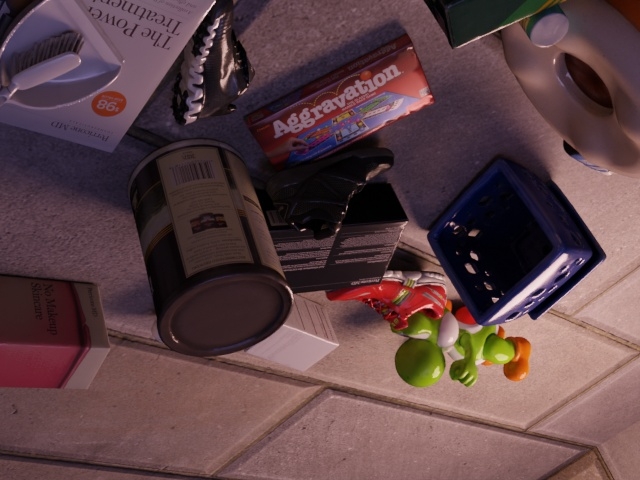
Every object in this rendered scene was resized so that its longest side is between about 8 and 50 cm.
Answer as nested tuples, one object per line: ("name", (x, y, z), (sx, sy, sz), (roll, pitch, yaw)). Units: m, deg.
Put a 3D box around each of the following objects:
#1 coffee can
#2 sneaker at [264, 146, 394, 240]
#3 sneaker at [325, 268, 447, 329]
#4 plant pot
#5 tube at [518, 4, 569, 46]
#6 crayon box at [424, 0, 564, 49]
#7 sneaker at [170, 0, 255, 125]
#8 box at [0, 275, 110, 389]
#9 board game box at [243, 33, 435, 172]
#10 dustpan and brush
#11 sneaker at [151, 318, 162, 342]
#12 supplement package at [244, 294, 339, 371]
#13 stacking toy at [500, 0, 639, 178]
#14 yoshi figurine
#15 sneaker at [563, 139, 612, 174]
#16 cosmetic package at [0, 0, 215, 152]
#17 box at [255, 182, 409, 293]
("coffee can", (-0.173, 0.009, 1.372), (0.201, 0.275, 0.201), (-13, 143, -10))
("sneaker", (0.034, -0.074, 1.474), (0.227, 0.130, 0.087), (-20, 166, -23))
("sneaker", (0.139, 0.118, 1.769), (0.279, 0.118, 0.107), (2, 172, -27))
("plant pot", (0.383, 0.012, 1.696), (0.212, 0.236, 0.236), (8, 134, -41))
("tube", (0.268, -0.343, 1.204), (0.052, 0.207, 0.080), (6, 136, -26))
("crayon box", (0.272, -0.395, 1.147), (0.318, 0.202, 0.081), (-24, 143, 2))
("sneaker", (-0.137, -0.254, 1.231), (0.106, 0.078, 0.234), (-6, 145, -24))
("box", (-0.493, 0.155, 1.506), (0.232, 0.149, 0.127), (7, 134, -34))
("board game box", (0.034, -0.207, 1.412), (0.281, 0.027, 0.145), (-26, 142, 7))
("dustpan and brush", (-0.351, -0.192, 1.055), (0.211, 0.060, 0.147), (-25, 144, 5))
("sneaker", (-0.210, 0.116, 1.666), (0.235, 0.090, 0.095), (-22, 131, -5))
("supplement package", (-0.068, 0.175, 1.776), (0.105, 0.105, 0.179), (-39, 139, 21))
("stacking toy", (0.539, -0.356, 1.316), (0.480, 0.350, 0.350), (-40, 144, -6))
("yoshi figurine", (0.290, 0.254, 1.986), (0.362, 0.203, 0.203), (16, 137, -35))
("sneaker", (0.547, -0.242, 1.536), (0.147, 0.130, 0.330), (6, 136, -35))
("cosmetic package", (-0.361, -0.275, 1.077), (0.377, 0.097, 0.284), (14, 134, -38))
("box", (0.000, 0.000, 1.593), (0.261, 0.103, 0.184), (-5, 138, -22))
